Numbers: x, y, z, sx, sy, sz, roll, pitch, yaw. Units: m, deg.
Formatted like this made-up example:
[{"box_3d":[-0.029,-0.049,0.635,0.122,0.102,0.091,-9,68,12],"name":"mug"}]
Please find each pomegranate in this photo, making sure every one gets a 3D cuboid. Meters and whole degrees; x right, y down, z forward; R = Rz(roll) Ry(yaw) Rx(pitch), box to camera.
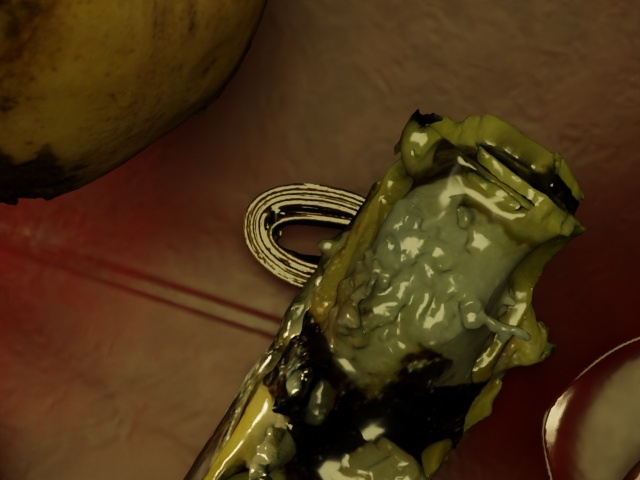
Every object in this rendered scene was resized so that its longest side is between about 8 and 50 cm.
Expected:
[{"box_3d":[-0.166,-0.179,0.971,0.322,0.322,0.322,0,81,1],"name":"pomegranate"}]

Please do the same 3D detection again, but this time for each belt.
[{"box_3d":[0.000,0.000,1.063,0.083,0.036,0.059,10,88,3],"name":"belt"}]

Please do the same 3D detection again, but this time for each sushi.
[{"box_3d":[0.037,0.077,0.995,0.139,0.131,0.291,31,95,-5],"name":"sushi"}]

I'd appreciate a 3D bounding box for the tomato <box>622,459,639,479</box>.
[{"box_3d":[0.232,0.159,1.011,0.174,0.082,0.166,39,88,2],"name":"tomato"}]
